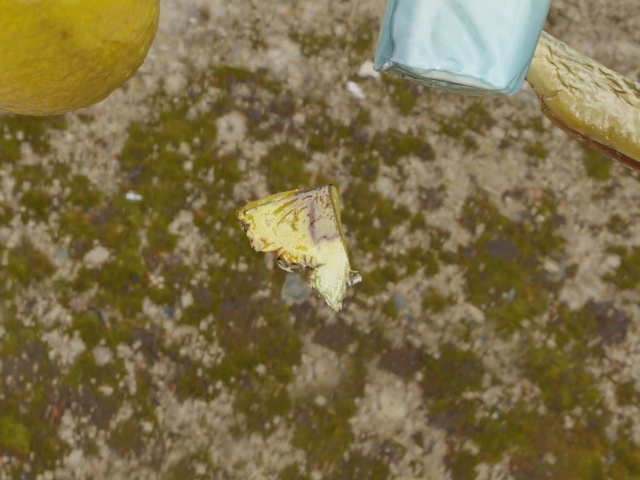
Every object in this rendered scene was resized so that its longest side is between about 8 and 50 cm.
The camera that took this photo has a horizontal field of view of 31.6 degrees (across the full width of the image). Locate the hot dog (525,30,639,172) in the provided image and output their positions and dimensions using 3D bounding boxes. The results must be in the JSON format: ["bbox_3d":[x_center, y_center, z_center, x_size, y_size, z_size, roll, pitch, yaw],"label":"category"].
[{"bbox_3d":[0.278,-0.118,1.061,0.242,0.084,0.073,31,93,15],"label":"hot dog"}]

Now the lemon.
[{"bbox_3d":[-0.213,-0.189,0.805,0.188,0.256,0.188,-11,59,20],"label":"lemon"}]

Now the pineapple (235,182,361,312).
[{"bbox_3d":[0.000,0.000,0.887,0.114,0.077,0.114,-19,80,-53],"label":"pineapple"}]

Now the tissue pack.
[{"bbox_3d":[0.096,-0.208,0.591,0.089,0.263,0.177,12,8,4],"label":"tissue pack"}]
